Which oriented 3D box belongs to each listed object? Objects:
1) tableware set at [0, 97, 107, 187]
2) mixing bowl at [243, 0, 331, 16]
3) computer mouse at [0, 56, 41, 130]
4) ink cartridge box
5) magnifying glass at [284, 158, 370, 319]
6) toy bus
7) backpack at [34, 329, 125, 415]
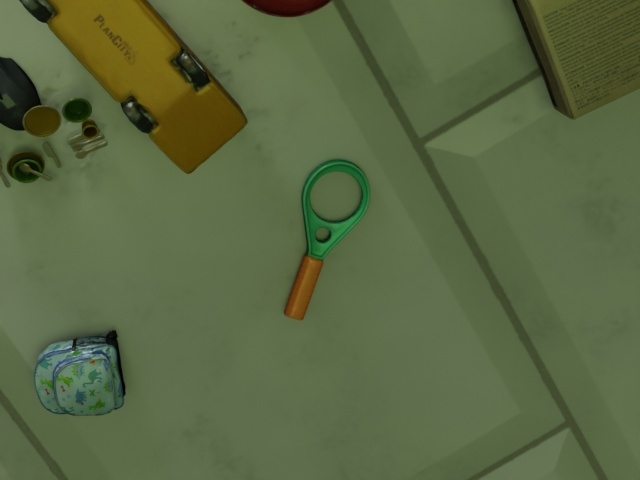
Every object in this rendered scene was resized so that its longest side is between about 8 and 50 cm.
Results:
[{"bbox_3d":[-0.352,-0.122,1.592,0.154,0.024,0.104,-22,134,-1],"label":"tableware set"},{"bbox_3d":[-0.033,-0.360,1.548,0.182,0.098,0.181,-3,108,-9],"label":"mixing bowl"},{"bbox_3d":[-0.442,-0.228,1.555,0.071,0.041,0.242,-44,108,7],"label":"computer mouse"},{"bbox_3d":[0.389,-0.296,1.642,0.235,0.088,0.193,-25,109,0],"label":"ink cartridge box"},{"bbox_3d":[0.000,0.000,1.710,0.092,0.026,0.231,16,105,-14],"label":"magnifying glass"},{"bbox_3d":[-0.234,-0.239,1.537,0.108,0.130,0.332,-40,110,6],"label":"toy bus"},{"bbox_3d":[-0.326,0.185,1.686,0.114,0.084,0.105,-6,107,-4],"label":"backpack"}]
